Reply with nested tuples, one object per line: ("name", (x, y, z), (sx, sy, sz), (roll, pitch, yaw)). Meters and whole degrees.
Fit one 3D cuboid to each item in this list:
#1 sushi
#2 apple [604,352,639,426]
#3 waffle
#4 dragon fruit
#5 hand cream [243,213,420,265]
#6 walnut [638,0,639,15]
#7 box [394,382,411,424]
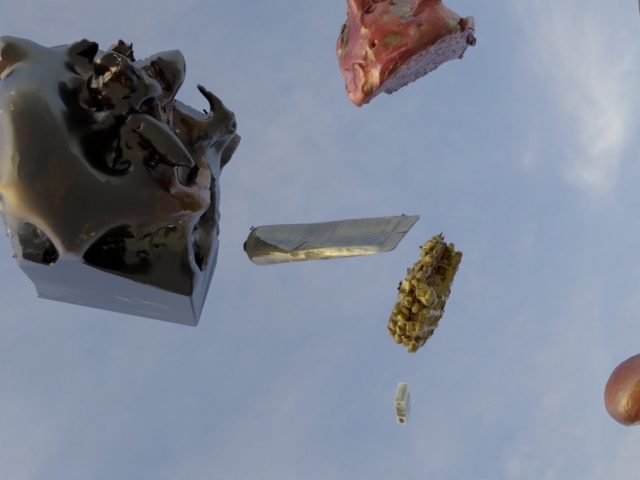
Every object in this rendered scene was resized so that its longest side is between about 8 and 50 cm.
("sushi", (-0.197, -0.073, 0.574), (0.216, 0.212, 0.227), (10, -115, -2))
("apple", (0.728, 0.338, 1.396), (0.195, 0.160, 0.173), (11, -56, -34))
("waffle", (0.175, 0.089, 1.048), (0.070, 0.197, 0.193), (23, -114, 18))
("dragon fruit", (0.119, -0.356, 1.015), (0.262, 0.134, 0.211), (-36, -102, -31))
("hand cream", (0.000, 0.000, 0.520), (0.057, 0.165, 0.037), (-46, -57, -46))
("walnut", (0.462, -0.348, 0.750), (0.167, 0.087, 0.211), (-8, -74, -33))
("box", (0.185, 0.365, 1.404), (0.054, 0.024, 0.083), (-61, -32, -46))
